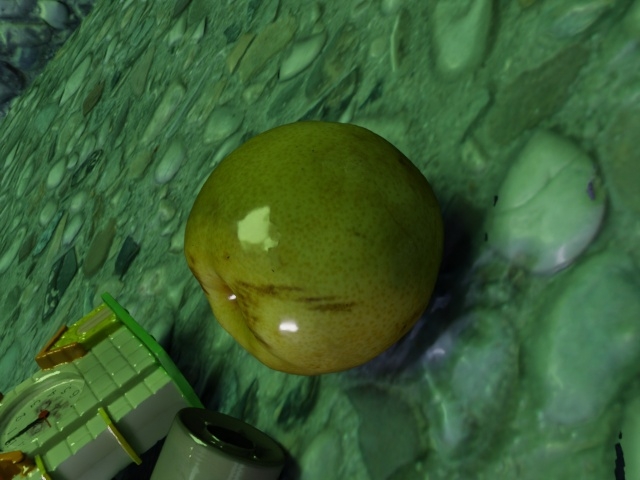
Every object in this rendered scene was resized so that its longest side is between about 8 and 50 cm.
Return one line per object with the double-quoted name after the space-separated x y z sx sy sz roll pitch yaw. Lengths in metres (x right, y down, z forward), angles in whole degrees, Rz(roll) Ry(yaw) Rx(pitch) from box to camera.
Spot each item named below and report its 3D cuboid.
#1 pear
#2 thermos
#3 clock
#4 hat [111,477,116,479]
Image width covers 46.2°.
0.000 0.000 0.611 0.209 0.209 0.209 -33 42 36 "pear"
-0.115 0.256 0.675 0.137 0.105 0.193 -145 77 -83 "thermos"
-0.281 0.197 0.818 0.255 0.106 0.220 -37 28 -19 "clock"
-0.263 0.384 0.794 0.214 0.149 0.245 -18 85 25 "hat"
